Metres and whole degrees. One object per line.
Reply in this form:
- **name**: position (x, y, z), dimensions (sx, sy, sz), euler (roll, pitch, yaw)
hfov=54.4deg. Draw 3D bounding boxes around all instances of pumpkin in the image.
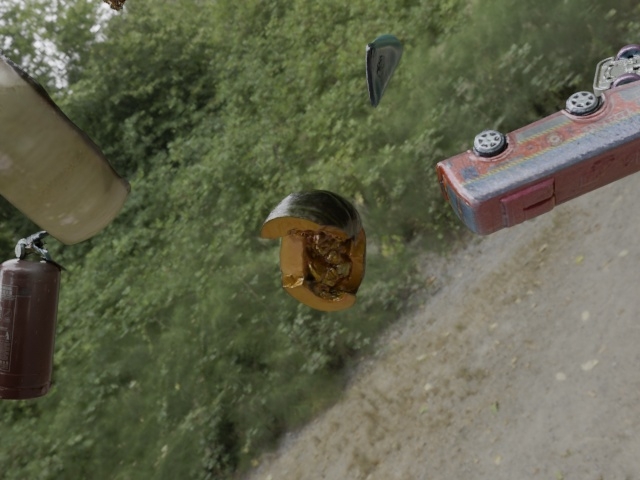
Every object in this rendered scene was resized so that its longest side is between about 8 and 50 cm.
- **pumpkin**: position (0.000, 0.000, 0.810), dimensions (0.183, 0.119, 0.107), euler (78, -158, -46)

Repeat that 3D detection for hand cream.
- **hand cream**: position (0.087, -0.257, 0.892), dimensions (0.224, 0.048, 0.083), euler (-68, -27, -60)

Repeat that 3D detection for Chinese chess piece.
- **Chinese chess piece**: position (-0.333, -0.111, 0.703), dimensions (0.104, 0.257, 0.257), euler (-45, 0, -11)

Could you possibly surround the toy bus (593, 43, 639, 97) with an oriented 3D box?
- **toy bus**: position (0.578, -0.252, 1.057), dimensions (0.202, 0.142, 0.142), euler (-6, 38, 34)

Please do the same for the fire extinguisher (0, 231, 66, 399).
- **fire extinguisher**: position (-0.467, 0.113, 1.001), dimensions (0.105, 0.105, 0.269), euler (-64, -19, -87)

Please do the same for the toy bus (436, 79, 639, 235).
- **toy bus**: position (0.203, -0.071, 0.545), dimensions (0.192, 0.077, 0.065), euler (-24, -41, 5)

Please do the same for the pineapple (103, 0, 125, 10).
- **pineapple**: position (-0.405, -0.509, 1.188), dimensions (0.114, 0.114, 0.077), euler (-26, 35, 56)
